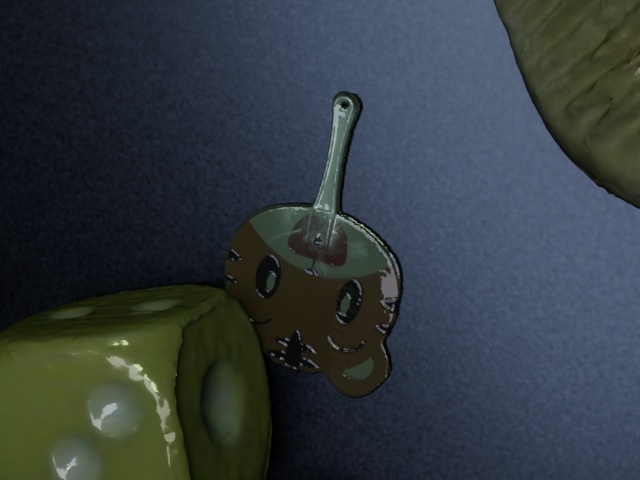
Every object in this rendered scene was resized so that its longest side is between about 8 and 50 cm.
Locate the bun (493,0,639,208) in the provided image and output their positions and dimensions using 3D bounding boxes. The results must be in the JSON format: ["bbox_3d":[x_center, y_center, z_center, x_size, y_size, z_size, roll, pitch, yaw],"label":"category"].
[{"bbox_3d":[0.260,-0.168,0.725,0.362,0.234,0.326,40,142,38],"label":"bun"}]

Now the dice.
[{"bbox_3d":[-0.143,0.130,0.939,0.169,0.169,0.166,-7,98,21],"label":"dice"}]

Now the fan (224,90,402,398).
[{"bbox_3d":[0.000,0.000,0.961,0.152,0.008,0.226,16,104,15],"label":"fan"}]
